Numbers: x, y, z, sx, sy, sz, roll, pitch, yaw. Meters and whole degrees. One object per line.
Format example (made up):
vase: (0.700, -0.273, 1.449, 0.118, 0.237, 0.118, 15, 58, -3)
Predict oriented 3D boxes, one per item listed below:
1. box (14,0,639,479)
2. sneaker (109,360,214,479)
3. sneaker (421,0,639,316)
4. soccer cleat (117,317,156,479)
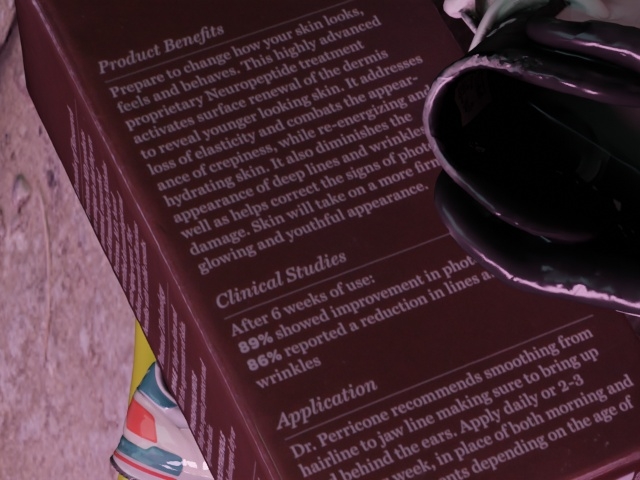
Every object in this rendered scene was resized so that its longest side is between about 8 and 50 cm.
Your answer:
box: (0.000, 0.000, 0.909, 0.143, 0.191, 0.381, 101, 146, -61)
sneaker: (-0.031, 0.112, 1.001, 0.161, 0.057, 0.075, 14, 94, -1)
sneaker: (0.113, -0.118, 0.784, 0.447, 0.257, 0.169, 47, 121, 33)
soccer cleat: (-0.073, 0.073, 1.087, 0.121, 0.093, 0.289, -139, 56, -69)
